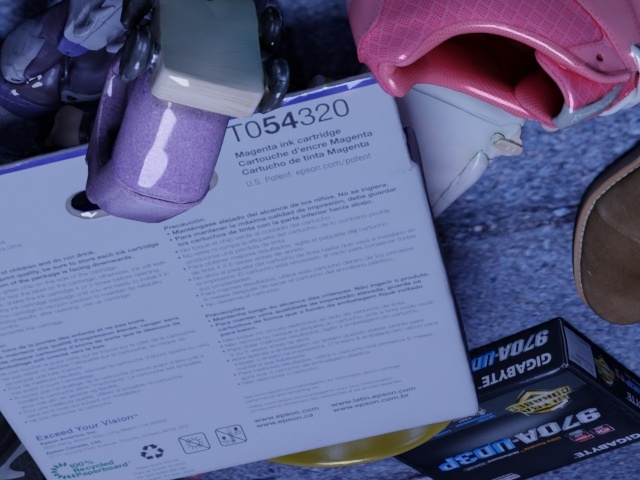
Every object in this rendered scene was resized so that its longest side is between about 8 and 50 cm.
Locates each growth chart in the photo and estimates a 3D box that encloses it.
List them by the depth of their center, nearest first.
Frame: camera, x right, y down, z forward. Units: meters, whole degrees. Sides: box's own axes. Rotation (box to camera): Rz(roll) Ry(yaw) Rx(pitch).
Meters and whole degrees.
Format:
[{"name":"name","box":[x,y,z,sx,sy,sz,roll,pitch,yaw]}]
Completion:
[{"name":"growth chart","box":[0.026,-0.046,0.877,0.172,0.021,0.237,30,122,-34]}]

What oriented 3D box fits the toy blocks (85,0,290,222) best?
[{"name":"toy blocks","box":[-0.213,-0.108,0.598,0.309,0.288,0.260,12,137,-21]}]

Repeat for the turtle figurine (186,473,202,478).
[{"name":"turtle figurine","box":[-0.122,0.154,1.103,0.118,0.175,0.234,3,141,27]}]

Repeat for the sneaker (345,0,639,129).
[{"name":"sneaker","box":[0.158,-0.111,0.727,0.314,0.136,0.116,5,146,-9]}]

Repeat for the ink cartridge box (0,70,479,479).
[{"name":"ink cartridge box","box":[-0.079,0.032,0.859,0.324,0.071,0.330,-12,133,6]}]

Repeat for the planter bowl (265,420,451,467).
[{"name":"planter bowl","box":[0.006,0.092,1.051,0.217,0.090,0.217,-2,139,-2]}]

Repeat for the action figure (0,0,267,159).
[{"name":"action figure","box":[-0.163,-0.101,0.772,0.185,0.099,0.285,12,151,-42]}]

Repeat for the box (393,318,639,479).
[{"name":"box","box":[0.175,0.161,1.192,0.220,0.051,0.175,-25,138,31]}]

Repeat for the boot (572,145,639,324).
[{"name":"boot","box":[0.258,-0.005,0.901,0.112,0.115,0.305,4,147,-11]}]

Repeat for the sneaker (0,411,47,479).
[{"name":"sneaker","box":[-0.210,0.229,1.118,0.202,0.185,0.483,21,166,21]}]
